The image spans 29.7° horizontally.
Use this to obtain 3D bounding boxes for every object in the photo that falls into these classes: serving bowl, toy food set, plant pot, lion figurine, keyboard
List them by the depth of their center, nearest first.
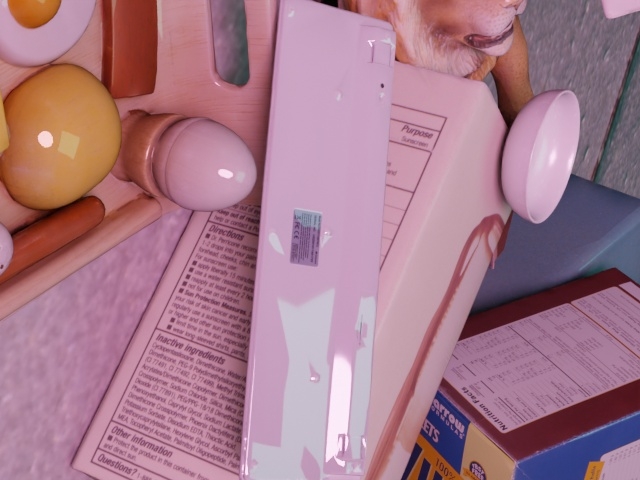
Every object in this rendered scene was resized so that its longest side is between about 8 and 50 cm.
[{"bbox_3d":[-0.120,-0.054,0.548,0.306,0.092,0.219,-39,136,-47],"label":"toy food set"},{"bbox_3d":[0.000,0.000,0.638,0.072,0.014,0.256,8,81,-24],"label":"keyboard"},{"bbox_3d":[0.131,-0.054,0.742,0.083,0.027,0.083,-36,134,-49],"label":"serving bowl"},{"bbox_3d":[0.121,-0.216,0.873,0.392,0.142,0.240,-67,145,-41],"label":"lion figurine"},{"bbox_3d":[0.128,0.066,0.973,0.234,0.165,0.165,-36,135,-31],"label":"plant pot"}]

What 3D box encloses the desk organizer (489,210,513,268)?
[{"bbox_3d":[0.073,-0.025,0.858,0.050,0.130,0.047,-41,137,-47],"label":"desk organizer"}]

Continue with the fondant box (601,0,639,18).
[{"bbox_3d":[0.176,-0.324,0.736,0.238,0.096,0.330,-58,130,-65],"label":"fondant box"}]

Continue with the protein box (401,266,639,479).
[{"bbox_3d":[0.160,0.157,0.847,0.201,0.136,0.199,-15,127,-27],"label":"protein box"}]

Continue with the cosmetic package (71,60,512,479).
[{"bbox_3d":[-0.003,0.043,0.742,0.296,0.153,0.129,-65,151,-13],"label":"cosmetic package"}]
